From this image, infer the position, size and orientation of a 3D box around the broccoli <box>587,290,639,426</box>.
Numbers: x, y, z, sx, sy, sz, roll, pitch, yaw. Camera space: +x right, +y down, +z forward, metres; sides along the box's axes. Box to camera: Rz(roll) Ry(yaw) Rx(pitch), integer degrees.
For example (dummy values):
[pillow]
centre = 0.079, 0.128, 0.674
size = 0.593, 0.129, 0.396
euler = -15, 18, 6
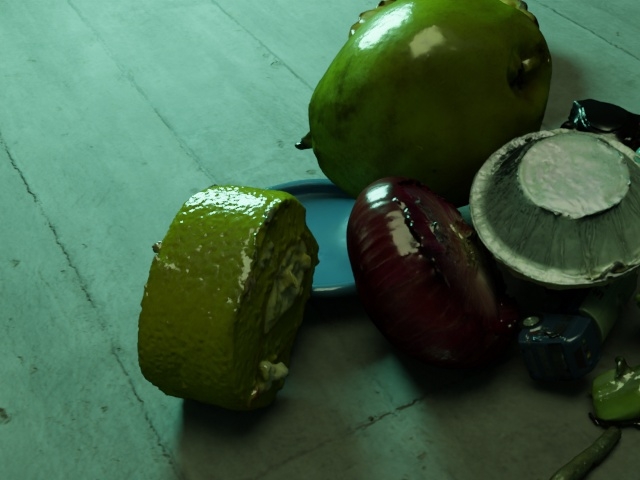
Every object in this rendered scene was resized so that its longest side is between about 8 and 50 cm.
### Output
[broccoli]
centre = 0.421, 0.098, 1.074
size = 0.273, 0.180, 0.242
euler = -9, 39, -1

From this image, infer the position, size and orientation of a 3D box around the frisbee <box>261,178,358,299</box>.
[frisbee]
centre = -0.001, 0.004, 1.366
size = 0.290, 0.049, 0.289
euler = -1, 32, 1

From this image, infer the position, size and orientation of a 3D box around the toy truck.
[toy truck]
centre = 0.306, 0.085, 1.180
size = 0.088, 0.074, 0.202
euler = -1, 31, 39

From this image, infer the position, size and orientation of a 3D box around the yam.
[yam]
centre = 0.234, 0.258, 1.027
size = 0.234, 0.027, 0.029
euler = -35, 19, -31

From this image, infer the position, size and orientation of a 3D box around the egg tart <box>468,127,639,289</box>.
[egg tart]
centre = 0.285, -0.051, 1.155
size = 0.234, 0.094, 0.234
euler = -5, 52, 7

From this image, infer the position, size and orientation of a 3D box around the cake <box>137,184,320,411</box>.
[cake]
centre = -0.100, 0.059, 1.157
size = 0.156, 0.179, 0.260
euler = 9, 72, 17

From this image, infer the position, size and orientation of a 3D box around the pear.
[pear]
centre = 0.124, -0.174, 1.345
size = 0.375, 0.287, 0.287
euler = -14, 32, 30

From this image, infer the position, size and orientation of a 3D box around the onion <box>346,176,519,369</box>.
[onion]
centre = 0.122, 0.042, 1.175
size = 0.161, 0.248, 0.248
euler = -35, 40, 5

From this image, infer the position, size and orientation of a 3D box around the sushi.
[sushi]
centre = 0.374, -0.105, 1.363
size = 0.172, 0.150, 0.153
euler = -26, 41, -22

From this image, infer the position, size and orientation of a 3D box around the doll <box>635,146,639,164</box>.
[doll]
centre = 0.383, -0.042, 1.266
size = 0.158, 0.159, 0.059
euler = -44, 36, 5

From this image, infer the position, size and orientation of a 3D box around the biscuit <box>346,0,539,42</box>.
[biscuit]
centre = 0.209, -0.323, 1.707
size = 0.326, 0.107, 0.325
euler = -6, 41, 5
